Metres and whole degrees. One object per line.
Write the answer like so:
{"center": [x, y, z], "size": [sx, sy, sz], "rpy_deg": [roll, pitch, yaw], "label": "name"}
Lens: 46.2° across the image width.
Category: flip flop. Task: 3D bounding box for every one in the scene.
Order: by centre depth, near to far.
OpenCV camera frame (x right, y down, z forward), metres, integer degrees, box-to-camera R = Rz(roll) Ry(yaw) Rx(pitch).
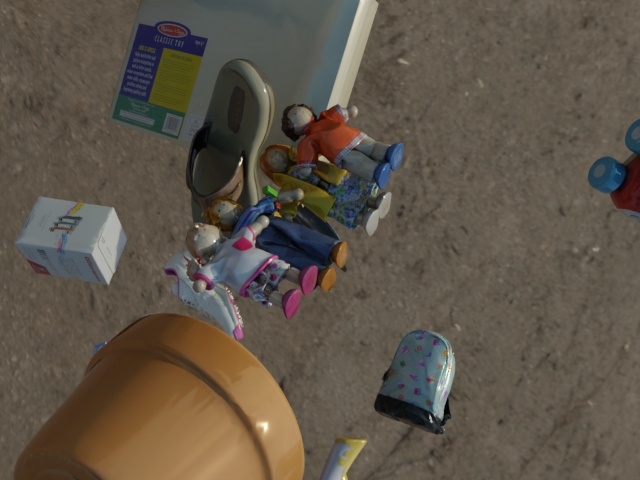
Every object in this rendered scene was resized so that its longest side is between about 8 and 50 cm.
{"center": [-0.125, -0.093, 0.939], "size": [0.080, 0.112, 0.277], "rpy_deg": [-34, 152, -45], "label": "flip flop"}

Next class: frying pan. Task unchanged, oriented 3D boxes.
{"center": [-0.020, -0.021, 1.750], "size": [0.053, 0.197, 0.326], "rpy_deg": [-42, 167, -11], "label": "frying pan"}

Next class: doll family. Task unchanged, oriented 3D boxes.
{"center": [-0.035, -0.027, 0.793], "size": [0.263, 0.163, 0.118], "rpy_deg": [-54, 156, -20], "label": "doll family"}

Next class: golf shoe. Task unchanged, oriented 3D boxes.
{"center": [-0.311, 0.151, 2.001], "size": [0.140, 0.306, 0.115], "rpy_deg": [-27, 156, -13], "label": "golf shoe"}

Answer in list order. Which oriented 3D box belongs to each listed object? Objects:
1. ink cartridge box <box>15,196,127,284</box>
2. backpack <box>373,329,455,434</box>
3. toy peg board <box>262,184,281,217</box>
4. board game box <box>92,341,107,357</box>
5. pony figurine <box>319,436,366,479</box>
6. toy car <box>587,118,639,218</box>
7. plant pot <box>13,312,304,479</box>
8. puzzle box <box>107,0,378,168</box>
{"center": [-0.528, 0.001, 1.610], "size": [0.176, 0.127, 0.128], "rpy_deg": [9, 147, 8], "label": "ink cartridge box"}
{"center": [0.195, 0.265, 1.451], "size": [0.115, 0.152, 0.181], "rpy_deg": [64, 46, -66], "label": "backpack"}
{"center": [-0.155, -0.050, 1.925], "size": [0.161, 0.160, 0.079], "rpy_deg": [-27, 142, 27], "label": "toy peg board"}
{"center": [-0.478, 0.368, 1.797], "size": [0.039, 0.160, 0.211], "rpy_deg": [-24, 127, 6], "label": "board game box"}
{"center": [-0.095, 0.495, 1.215], "size": [0.351, 0.303, 0.363], "rpy_deg": [6, 81, -9], "label": "pony figurine"}
{"center": [0.697, -0.086, 1.487], "size": [0.219, 0.237, 0.210], "rpy_deg": [22, 126, -23], "label": "toy car"}
{"center": [-0.192, 0.253, 0.833], "size": [0.203, 0.291, 0.290], "rpy_deg": [-37, 129, -52], "label": "plant pot"}
{"center": [-0.134, -0.261, 1.123], "size": [0.052, 0.409, 0.272], "rpy_deg": [9, 99, -59], "label": "puzzle box"}
